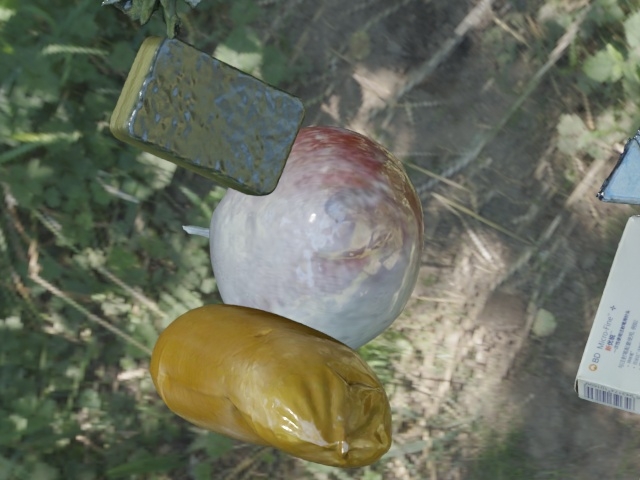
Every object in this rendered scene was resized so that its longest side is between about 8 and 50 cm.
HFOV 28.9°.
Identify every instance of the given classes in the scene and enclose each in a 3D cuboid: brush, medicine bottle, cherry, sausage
[{"bbox_3d":[-0.119,-0.135,1.358,0.059,0.197,0.123,11,80,64],"label":"brush"},{"bbox_3d":[0.358,0.080,1.227,0.171,0.052,0.201,13,63,21],"label":"medicine bottle"},{"bbox_3d":[-0.005,0.013,1.675,0.326,0.291,0.335,-63,19,16],"label":"cherry"},{"bbox_3d":[-0.039,0.118,1.020,0.354,0.134,0.116,4,67,65],"label":"sausage"}]

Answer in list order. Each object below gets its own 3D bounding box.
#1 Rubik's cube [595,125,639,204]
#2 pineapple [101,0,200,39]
[{"bbox_3d":[0.390,-0.092,1.178,0.178,0.211,0.190,27,111,11],"label":"Rubik's cube"},{"bbox_3d":[-0.135,-0.265,1.104,0.130,0.277,0.119,8,86,-11],"label":"pineapple"}]
